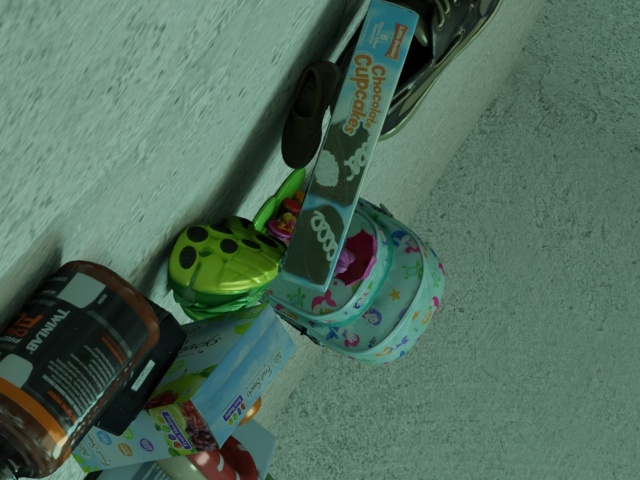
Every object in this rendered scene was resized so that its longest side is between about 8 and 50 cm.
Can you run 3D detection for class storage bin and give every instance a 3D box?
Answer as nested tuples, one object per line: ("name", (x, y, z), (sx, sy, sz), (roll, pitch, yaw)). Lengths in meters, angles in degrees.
("storage bin", (-0.199, 0.108, 1.391), (0.122, 0.084, 0.180), (-56, 174, -9))

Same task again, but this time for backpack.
("backpack", (0.043, 0.052, 2.142), (0.225, 0.253, 0.191), (-56, 157, -1))

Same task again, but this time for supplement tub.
("supplement tub", (-0.222, 0.115, 1.176), (0.198, 0.106, 0.106), (-53, 172, -33))

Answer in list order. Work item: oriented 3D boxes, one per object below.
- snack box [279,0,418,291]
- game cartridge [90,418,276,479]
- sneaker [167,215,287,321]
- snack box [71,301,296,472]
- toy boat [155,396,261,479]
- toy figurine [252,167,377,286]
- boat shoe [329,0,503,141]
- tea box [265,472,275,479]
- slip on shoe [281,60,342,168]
("snack box", (0.034, -0.112, 1.682), (0.187, 0.060, 0.322), (-76, -175, -83))
("game cartridge", (-0.196, 0.336, 1.945), (0.297, 0.198, 0.062), (-54, -166, -27))
("sneaker", (-0.107, 0.047, 1.658), (0.123, 0.109, 0.295), (-63, 173, 8))
("snack box", (-0.153, 0.156, 1.564), (0.207, 0.070, 0.174), (-14, -156, 38))
("toy boat", (-0.137, 0.234, 1.843), (0.151, 0.151, 0.231), (-40, 146, -7))
("toy figurine", (0.000, 0.000, 1.989), (0.130, 0.159, 0.173), (-60, 172, 20))
("boat shoe", (0.131, -0.273, 1.822), (0.355, 0.132, 0.130), (-60, 173, 10))
("tea box", (-0.145, 0.451, 2.169), (0.220, 0.323, 0.329), (-43, 173, -2))
("slip on shoe", (-0.018, -0.143, 1.691), (0.041, 0.051, 0.135), (-15, 137, -53))
